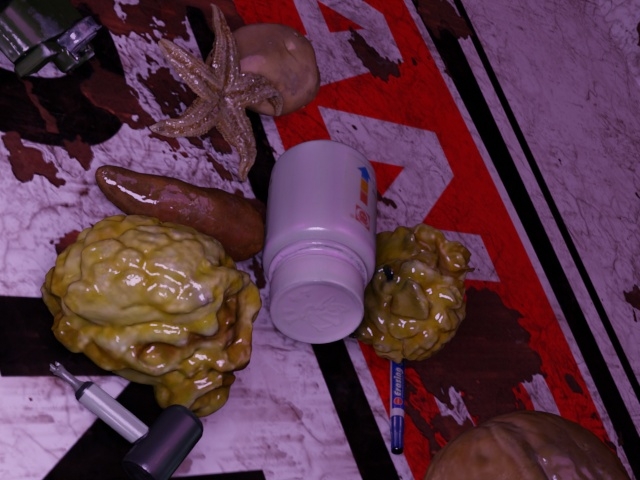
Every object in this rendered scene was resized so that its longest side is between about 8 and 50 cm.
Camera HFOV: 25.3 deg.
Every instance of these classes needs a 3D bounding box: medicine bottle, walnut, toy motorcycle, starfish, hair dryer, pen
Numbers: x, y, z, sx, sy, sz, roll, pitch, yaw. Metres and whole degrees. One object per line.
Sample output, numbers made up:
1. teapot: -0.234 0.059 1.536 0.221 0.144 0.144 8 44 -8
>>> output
1. medicine bottle: 0.000 0.000 2.113 0.170 0.170 0.293 36 35 -28
2. walnut: 0.300 0.404 2.018 0.333 0.333 0.333 34 37 -31
3. toy motorcycle: -0.411 -0.293 1.894 0.205 0.127 0.275 50 25 -10
4. starfish: -0.159 -0.219 2.151 0.236 0.062 0.277 -12 99 -32
5. hair dryer: -0.241 0.203 1.703 0.198 0.057 0.100 39 58 -4
6. pen: 0.118 0.241 2.184 0.025 0.025 0.204 36 36 -28

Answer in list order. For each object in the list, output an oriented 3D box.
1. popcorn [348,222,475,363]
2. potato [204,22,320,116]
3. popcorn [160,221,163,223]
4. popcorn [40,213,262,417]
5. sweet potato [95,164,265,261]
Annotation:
1. popcorn: 0.131 0.077 2.195 0.169 0.189 0.218 6 54 -45
2. potato: -0.088 -0.282 2.299 0.235 0.128 0.161 12 50 -40
3. popcorn: -0.229 0.010 1.905 0.082 0.057 0.083 -8 72 -58
4. popcorn: -0.186 0.082 1.738 0.286 0.225 0.174 40 39 -21
5. sweet potato: -0.181 -0.042 1.980 0.292 0.097 0.097 24 43 -40
